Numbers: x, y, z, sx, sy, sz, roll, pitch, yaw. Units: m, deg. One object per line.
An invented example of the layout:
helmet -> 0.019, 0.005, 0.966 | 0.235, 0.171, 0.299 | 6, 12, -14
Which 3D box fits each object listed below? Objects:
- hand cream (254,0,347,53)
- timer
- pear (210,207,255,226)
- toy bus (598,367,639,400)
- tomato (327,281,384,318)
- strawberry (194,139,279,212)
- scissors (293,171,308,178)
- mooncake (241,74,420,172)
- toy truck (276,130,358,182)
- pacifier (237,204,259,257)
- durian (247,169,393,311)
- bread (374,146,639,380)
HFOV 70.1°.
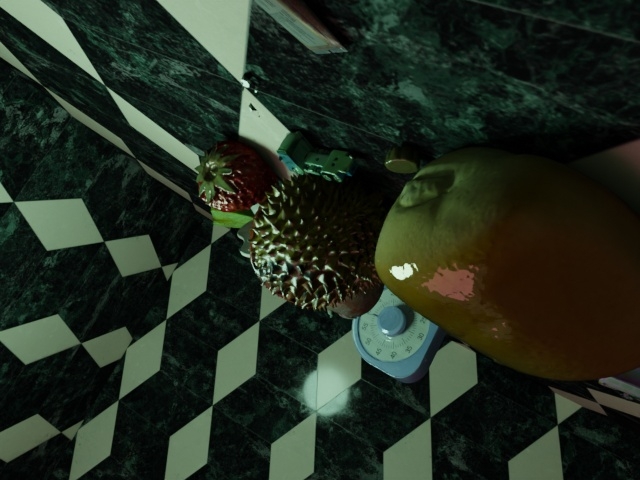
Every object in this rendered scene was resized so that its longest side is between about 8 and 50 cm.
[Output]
hand cream -> -0.053, -0.284, 0.527 | 0.210, 0.043, 0.067 | 30, 174, -41
timer -> 0.290, 0.334, 1.806 | 0.395, 0.394, 0.173 | 22, 169, 35
pear -> -0.320, -0.127, 1.869 | 0.240, 0.139, 0.288 | 15, 168, -8
toy bus -> 0.926, 0.414, 1.251 | 0.274, 0.090, 0.112 | 20, 162, 36
tomato -> 0.064, 0.116, 1.546 | 0.317, 0.282, 0.316 | 28, 179, 1
strawberry -> -0.209, -0.170, 1.253 | 0.205, 0.205, 0.245 | 22, -170, 36
scissors -> -0.043, -0.147, 1.233 | 0.118, 0.030, 0.242 | 31, 166, -16
mooncake -> 0.002, -0.193, 0.787 | 0.347, 0.057, 0.150 | 32, 158, -5
toy truck -> -0.009, -0.168, 0.915 | 0.175, 0.067, 0.081 | 21, 167, 40
pacifier -> -0.179, -0.047, 1.589 | 0.273, 0.220, 0.332 | 34, -168, -25
durian -> 0.004, 0.003, 1.067 | 0.348, 0.347, 0.384 | 32, 128, -21
bread -> 0.271, 0.040, 0.666 | 0.376, 0.252, 0.348 | 34, 173, -20
